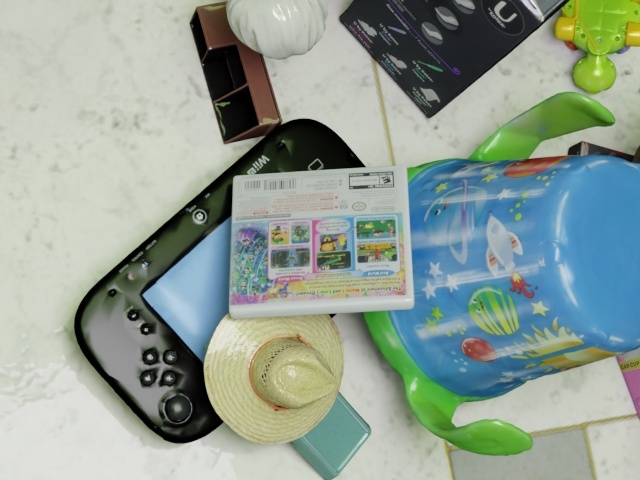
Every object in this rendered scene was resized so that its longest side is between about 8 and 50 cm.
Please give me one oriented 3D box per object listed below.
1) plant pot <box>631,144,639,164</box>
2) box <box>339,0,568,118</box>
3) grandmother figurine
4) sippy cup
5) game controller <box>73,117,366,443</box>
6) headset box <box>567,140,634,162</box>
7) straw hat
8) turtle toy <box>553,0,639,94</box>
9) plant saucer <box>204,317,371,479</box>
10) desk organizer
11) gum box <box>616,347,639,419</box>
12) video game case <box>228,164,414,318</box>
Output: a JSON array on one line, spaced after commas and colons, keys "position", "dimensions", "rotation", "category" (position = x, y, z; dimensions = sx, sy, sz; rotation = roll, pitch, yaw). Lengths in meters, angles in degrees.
[{"position": [0.371, -0.029, 1.322], "dimensions": [0.237, 0.110, 0.237], "rotation": [7, 77, -34], "category": "plant pot"}, {"position": [0.154, -0.250, 1.270], "dimensions": [0.165, 0.270, 0.143], "rotation": [-43, 92, -21], "category": "box"}, {"position": [-0.006, -0.299, 1.273], "dimensions": [0.104, 0.208, 0.342], "rotation": [47, 46, -32], "category": "grandmother figurine"}, {"position": [0.189, 0.024, 1.210], "dimensions": [0.240, 0.224, 0.305], "rotation": [-10, 88, -36], "category": "sippy cup"}, {"position": [-0.069, 0.031, 1.237], "dimensions": [0.319, 0.067, 0.166], "rotation": [-43, 105, -22], "category": "game controller"}, {"position": [0.287, -0.062, 1.394], "dimensions": [0.083, 0.032, 0.062], "rotation": [15, 74, -15], "category": "headset box"}, {"position": [-0.024, 0.116, 1.169], "dimensions": [0.144, 0.061, 0.144], "rotation": [-4, 97, -32], "category": "straw hat"}, {"position": [0.290, -0.218, 1.413], "dimensions": [0.095, 0.066, 0.130], "rotation": [7, 77, 9], "category": "turtle toy"}, {"position": [-0.023, 0.135, 1.219], "dimensions": [0.067, 0.018, 0.192], "rotation": [-49, 118, -18], "category": "plant saucer"}, {"position": [-0.082, -0.162, 1.297], "dimensions": [0.050, 0.047, 0.130], "rotation": [-14, 82, -17], "category": "desk organizer"}, {"position": [0.398, 0.107, 1.372], "dimensions": [0.188, 0.062, 0.107], "rotation": [-17, 83, -20], "category": "gum box"}, {"position": [0.000, 0.000, 1.182], "dimensions": [0.157, 0.019, 0.143], "rotation": [-3, 57, 4], "category": "video game case"}]
